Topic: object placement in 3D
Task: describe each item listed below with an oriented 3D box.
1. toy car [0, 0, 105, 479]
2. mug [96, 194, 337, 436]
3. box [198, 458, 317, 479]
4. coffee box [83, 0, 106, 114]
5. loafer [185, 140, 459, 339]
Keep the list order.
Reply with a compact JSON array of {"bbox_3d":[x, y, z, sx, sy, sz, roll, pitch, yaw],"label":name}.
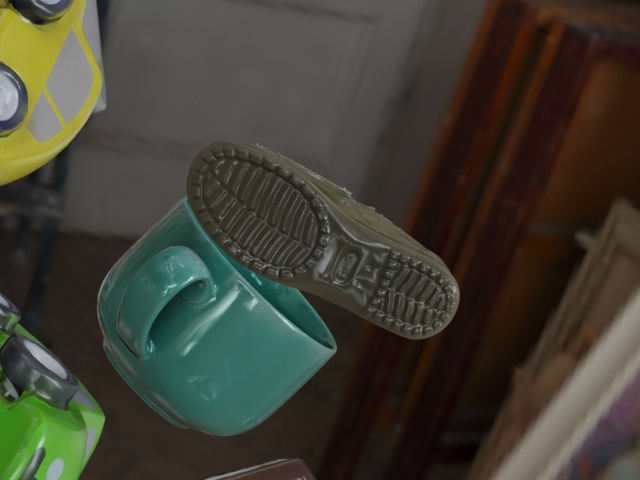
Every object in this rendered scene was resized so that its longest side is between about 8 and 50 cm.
[{"bbox_3d":[-0.114,0.029,0.549,0.053,0.239,0.225,38,3,-37],"label":"toy car"},{"bbox_3d":[-0.077,0.045,1.128,0.158,0.097,0.129,40,9,-37],"label":"mug"},{"bbox_3d":[0.005,0.305,0.835,0.143,0.191,0.381,-6,57,-55],"label":"box"},{"bbox_3d":[-0.222,-0.100,0.784,0.246,0.141,0.098,-12,-15,21],"label":"coffee box"},{"bbox_3d":[0.000,0.000,0.947,0.148,0.056,0.050,34,9,-2],"label":"loafer"}]
